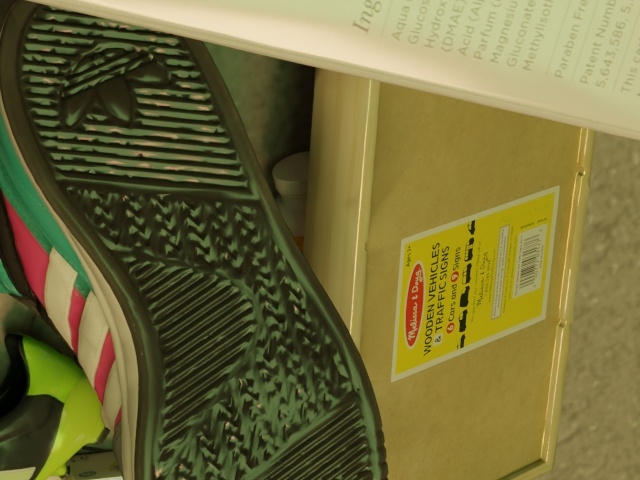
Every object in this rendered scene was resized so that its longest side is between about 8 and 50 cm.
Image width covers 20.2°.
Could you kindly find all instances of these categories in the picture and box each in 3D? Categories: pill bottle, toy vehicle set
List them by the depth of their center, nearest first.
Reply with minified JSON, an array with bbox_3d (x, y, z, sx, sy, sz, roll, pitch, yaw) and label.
[{"bbox_3d":[0.000,0.000,0.873,0.043,0.043,0.083,-21,120,-13],"label":"pill bottle"},{"bbox_3d":[0.062,0.017,0.878,0.166,0.035,0.267,-17,121,-40],"label":"toy vehicle set"}]

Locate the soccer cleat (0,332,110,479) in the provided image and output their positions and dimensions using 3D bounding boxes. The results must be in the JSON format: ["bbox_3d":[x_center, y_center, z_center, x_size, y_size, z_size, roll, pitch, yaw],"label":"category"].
[{"bbox_3d":[-0.175,0.123,0.841,0.072,0.060,0.179,44,77,-28],"label":"soccer cleat"}]

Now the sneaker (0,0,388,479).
[{"bbox_3d":[-0.071,0.037,0.779,0.123,0.178,0.296,-20,94,-13],"label":"sneaker"}]

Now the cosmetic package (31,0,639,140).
[{"bbox_3d":[-0.028,-0.165,0.656,0.385,0.217,0.156,12,108,-19],"label":"cosmetic package"}]

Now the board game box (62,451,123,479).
[{"bbox_3d":[-0.057,0.155,0.930,0.154,0.026,0.103,-3,114,-21],"label":"board game box"}]
